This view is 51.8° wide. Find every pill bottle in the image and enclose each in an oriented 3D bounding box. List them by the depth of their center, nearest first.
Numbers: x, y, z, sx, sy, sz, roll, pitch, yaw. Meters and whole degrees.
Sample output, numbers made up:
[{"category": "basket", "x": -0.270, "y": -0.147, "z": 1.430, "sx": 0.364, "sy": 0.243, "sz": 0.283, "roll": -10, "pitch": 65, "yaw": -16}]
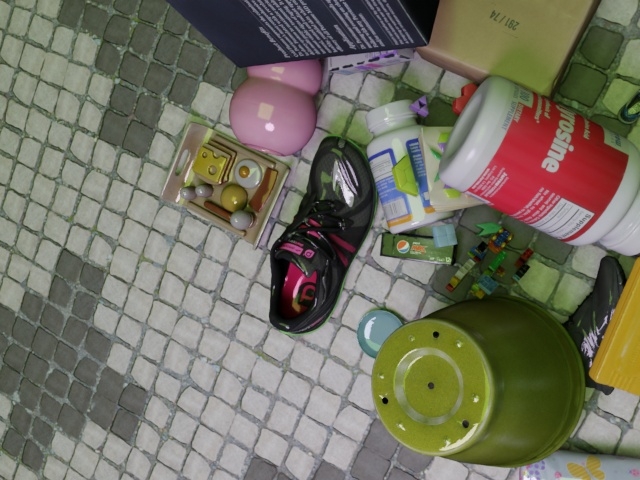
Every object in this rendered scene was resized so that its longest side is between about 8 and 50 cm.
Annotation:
[{"category": "pill bottle", "x": 0.456, "y": -0.132, "z": 1.276, "sx": 0.407, "sy": 0.229, "sz": 0.229, "roll": 25, "pitch": 102, "yaw": -4}, {"category": "pill bottle", "x": 0.189, "y": -0.162, "z": 1.452, "sx": 0.152, "sy": 0.152, "sz": 0.272, "roll": -17, "pitch": 87, "yaw": 20}]

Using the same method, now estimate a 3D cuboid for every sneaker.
[{"category": "sneaker", "x": 0.659, "y": -0.290, "z": 1.322, "sx": 0.052, "sy": 0.058, "sz": 0.135, "roll": 42, "pitch": 105, "yaw": 13}, {"category": "sneaker", "x": 0.562, "y": 0.171, "z": 1.364, "sx": 0.130, "sy": 0.109, "sz": 0.287, "roll": 8, "pitch": 93, "yaw": 28}, {"category": "sneaker", "x": 0.000, "y": 0.000, "z": 1.503, "sx": 0.185, "sy": 0.202, "sz": 0.483, "roll": 16, "pitch": 98, "yaw": 18}]

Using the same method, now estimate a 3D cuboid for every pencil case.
[{"category": "pencil case", "x": 0.555, "y": 0.500, "z": 1.377, "sx": 0.273, "sy": 0.124, "sz": 0.114, "roll": 0, "pitch": 54, "yaw": 19}]

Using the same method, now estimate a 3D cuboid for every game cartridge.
[{"category": "game cartridge", "x": 0.724, "y": 0.189, "z": 1.272, "sx": 0.323, "sy": 0.053, "sz": 0.286, "roll": 17, "pitch": 100, "yaw": -4}]

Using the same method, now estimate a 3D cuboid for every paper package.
[{"category": "paper package", "x": 0.386, "y": -0.474, "z": 1.355, "sx": 0.324, "sy": 0.168, "sz": 0.310, "roll": 27, "pitch": 100, "yaw": 17}]

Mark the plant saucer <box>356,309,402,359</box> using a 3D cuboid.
[{"category": "plant saucer", "x": 0.145, "y": 0.223, "z": 1.559, "sx": 0.119, "sy": 0.021, "sz": 0.119, "roll": 1, "pitch": 93, "yaw": 19}]

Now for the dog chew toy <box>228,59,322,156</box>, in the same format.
[{"category": "dog chew toy", "x": -0.087, "y": -0.369, "z": 1.526, "sx": 0.206, "sy": 0.206, "sz": 0.332, "roll": 16, "pitch": 90, "yaw": 19}]

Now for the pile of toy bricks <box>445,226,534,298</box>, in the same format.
[{"category": "pile of toy bricks", "x": 0.357, "y": 0.071, "z": 1.408, "sx": 0.118, "sy": 0.212, "sz": 0.105, "roll": 41, "pitch": 141, "yaw": 14}]

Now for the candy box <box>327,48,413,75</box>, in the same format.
[{"category": "candy box", "x": 0.106, "y": -0.471, "z": 1.475, "sx": 0.196, "sy": 0.070, "sz": 0.165, "roll": -2, "pitch": 93, "yaw": 42}]

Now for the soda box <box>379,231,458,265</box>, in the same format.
[{"category": "soda box", "x": 0.224, "y": 0.017, "z": 1.501, "sx": 0.168, "sy": 0.053, "sz": 0.060, "roll": 8, "pitch": 95, "yaw": 19}]

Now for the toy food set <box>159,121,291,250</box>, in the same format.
[{"category": "toy food set", "x": -0.241, "y": -0.138, "z": 1.642, "sx": 0.306, "sy": 0.092, "sz": 0.220, "roll": 28, "pitch": 102, "yaw": 16}]

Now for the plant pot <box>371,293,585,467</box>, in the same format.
[{"category": "plant pot", "x": 0.282, "y": 0.275, "z": 1.285, "sx": 0.366, "sy": 0.353, "sz": 0.367, "roll": -7, "pitch": 78, "yaw": 34}]

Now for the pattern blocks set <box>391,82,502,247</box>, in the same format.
[{"category": "pattern blocks set", "x": 0.283, "y": -0.156, "z": 1.388, "sx": 0.285, "sy": 0.026, "sz": 0.325, "roll": -20, "pitch": 89, "yaw": -21}]

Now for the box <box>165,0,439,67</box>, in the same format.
[{"category": "box", "x": -0.002, "y": -0.633, "z": 1.288, "sx": 0.471, "sy": 0.297, "sz": 0.480, "roll": 5, "pitch": 71, "yaw": 33}]
